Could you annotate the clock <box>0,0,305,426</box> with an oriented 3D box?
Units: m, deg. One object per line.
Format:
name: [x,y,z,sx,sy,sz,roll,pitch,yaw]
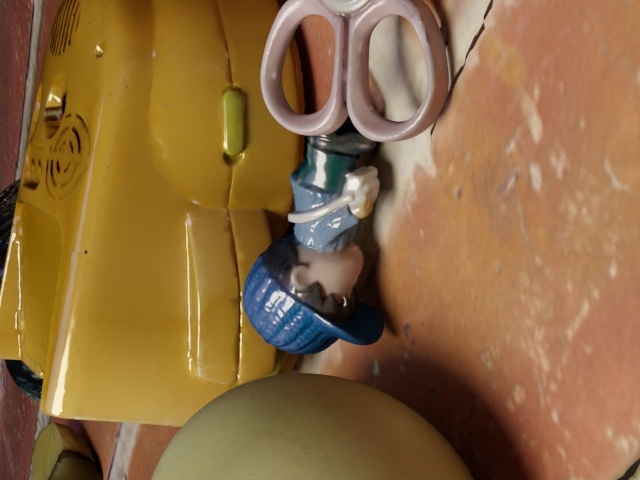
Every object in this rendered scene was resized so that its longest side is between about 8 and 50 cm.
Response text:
clock: [-0.117,-0.042,0.893,0.244,0.200,0.317,16,103,61]

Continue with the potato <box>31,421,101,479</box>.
potato: [-0.313,0.272,1.542,0.096,0.066,0.103,-56,32,22]

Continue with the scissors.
scissors: [0.020,-0.177,0.686,0.118,0.030,0.242,7,99,36]

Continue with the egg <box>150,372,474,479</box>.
egg: [-0.007,0.168,0.690,0.253,0.188,0.189,-155,61,-67]

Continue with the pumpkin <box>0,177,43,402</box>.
pumpkin: [-0.231,0.043,1.173,0.233,0.163,0.233,167,90,-76]

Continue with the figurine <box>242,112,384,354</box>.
figurine: [0.000,0.000,0.761,0.086,0.087,0.149,-111,26,-69]
